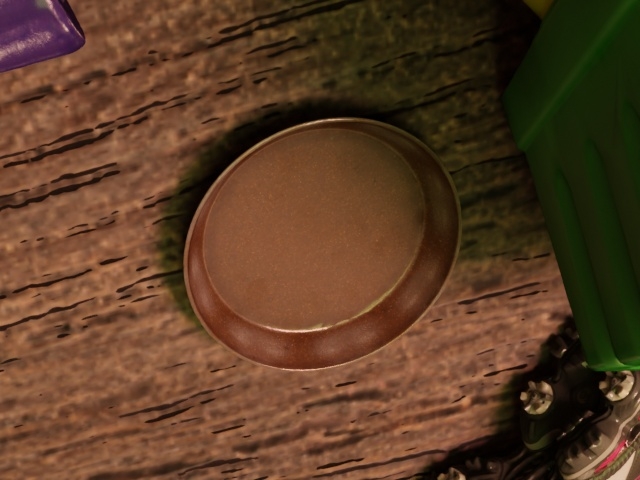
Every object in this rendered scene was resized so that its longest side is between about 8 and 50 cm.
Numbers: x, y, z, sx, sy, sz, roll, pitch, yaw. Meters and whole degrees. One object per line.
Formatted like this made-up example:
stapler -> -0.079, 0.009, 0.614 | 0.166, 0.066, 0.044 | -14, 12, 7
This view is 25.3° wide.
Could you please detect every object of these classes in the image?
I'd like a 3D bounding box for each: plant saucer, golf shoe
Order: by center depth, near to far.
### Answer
plant saucer -> 0.000, 0.000, 0.837 | 0.168, 0.029, 0.168 | -8, 121, -13
golf shoe -> 0.143, 0.183, 0.949 | 0.273, 0.105, 0.120 | -46, 129, 11

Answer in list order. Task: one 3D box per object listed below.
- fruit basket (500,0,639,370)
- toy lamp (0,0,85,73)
fruit basket -> 0.207, -0.124, 0.676 | 0.283, 0.392, 0.392 | -1, 120, -1
toy lamp -> -0.071, -0.164, 0.690 | 0.274, 0.080, 0.080 | -32, 124, 0
